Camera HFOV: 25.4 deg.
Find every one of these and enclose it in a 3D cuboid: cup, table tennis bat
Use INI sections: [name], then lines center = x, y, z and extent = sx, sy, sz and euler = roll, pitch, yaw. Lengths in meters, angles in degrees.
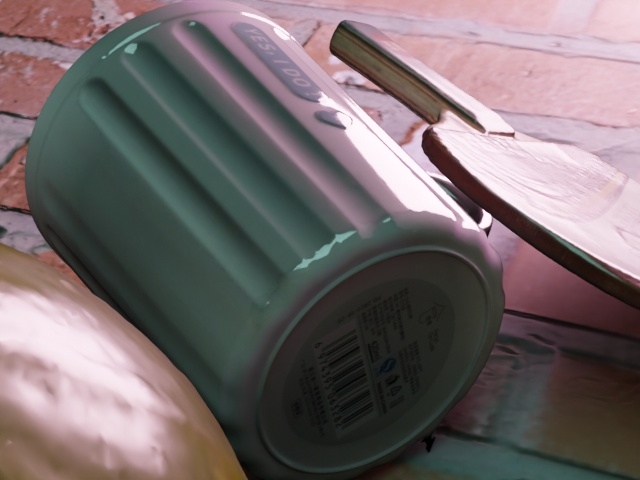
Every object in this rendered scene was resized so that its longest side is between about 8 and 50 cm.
[cup]
center = -0.004, -0.010, 0.688
extent = 0.221, 0.167, 0.202
euler = -27, 45, -18
[table tennis bat]
center = 0.109, -0.037, 0.736
extent = 0.173, 0.022, 0.301
euler = 3, 30, -46

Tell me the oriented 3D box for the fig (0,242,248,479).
[fig]
center = -0.161, 0.113, 0.446
extent = 0.316, 0.316, 0.316
euler = -6, 39, 4
